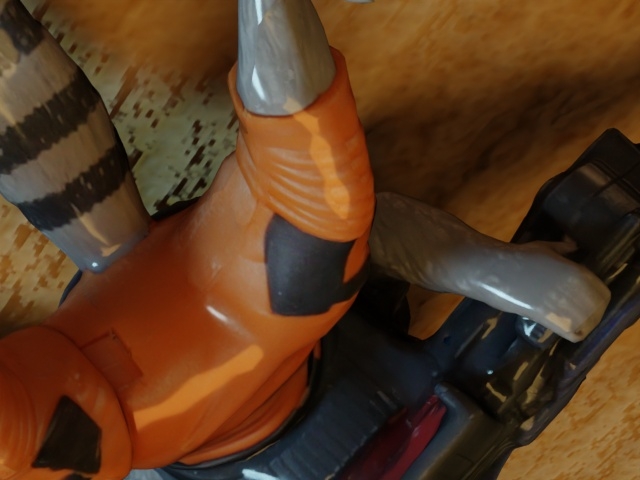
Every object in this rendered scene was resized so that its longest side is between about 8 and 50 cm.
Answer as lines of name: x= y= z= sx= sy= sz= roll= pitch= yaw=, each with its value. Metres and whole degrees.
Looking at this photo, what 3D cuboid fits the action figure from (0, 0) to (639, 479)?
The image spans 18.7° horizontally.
action figure: x=0.000 y=0.000 z=0.636 sx=0.341 sy=0.178 sz=0.330 roll=-44 pitch=149 yaw=-6
